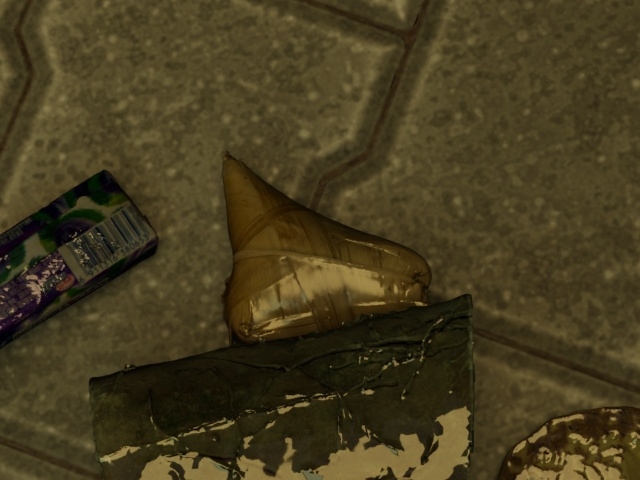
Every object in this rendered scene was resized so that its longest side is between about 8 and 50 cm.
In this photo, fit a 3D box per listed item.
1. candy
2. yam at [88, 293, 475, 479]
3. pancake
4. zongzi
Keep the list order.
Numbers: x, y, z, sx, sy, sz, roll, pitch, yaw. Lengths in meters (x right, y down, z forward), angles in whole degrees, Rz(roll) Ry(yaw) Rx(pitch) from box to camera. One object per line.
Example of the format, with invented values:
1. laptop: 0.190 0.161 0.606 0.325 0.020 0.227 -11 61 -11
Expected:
1. candy: -0.297 0.050 1.584 0.312 0.061 0.088 -33 83 -18
2. yam: -0.024 0.188 1.493 0.348 0.241 0.241 -10 79 1
3. pancake: 0.256 0.264 1.571 0.212 0.029 0.235 20 80 6
4. zongzi: 0.000 0.000 1.601 0.194 0.099 0.197 -6 71 0
